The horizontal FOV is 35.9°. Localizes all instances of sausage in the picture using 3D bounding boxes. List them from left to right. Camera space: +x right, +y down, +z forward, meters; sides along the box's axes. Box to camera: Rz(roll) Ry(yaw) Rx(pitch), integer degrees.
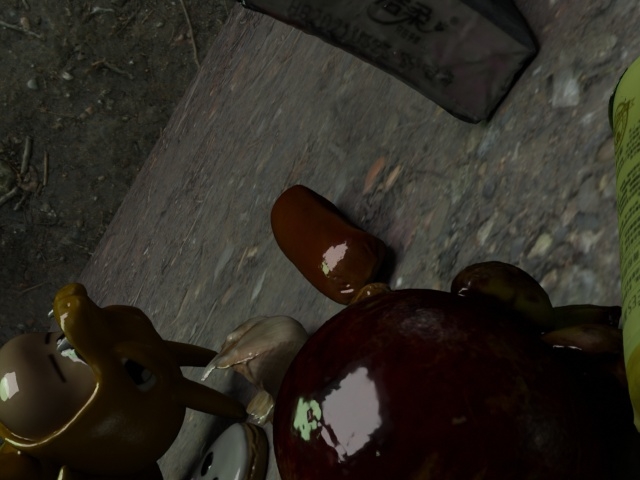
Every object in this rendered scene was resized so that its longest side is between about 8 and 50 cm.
[{"bbox_3d":[0.000,0.000,1.171,0.089,0.083,0.300,-52,20,2],"label":"sausage"}]

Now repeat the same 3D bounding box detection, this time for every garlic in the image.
[{"bbox_3d":[-0.075,0.140,1.188,0.124,0.099,0.174,-52,17,-7],"label":"garlic"}]

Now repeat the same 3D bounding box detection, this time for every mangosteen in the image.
[{"bbox_3d":[0.098,0.115,0.614,0.257,0.215,0.215,-32,13,-13],"label":"mangosteen"}]

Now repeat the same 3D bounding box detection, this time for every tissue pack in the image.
[{"bbox_3d":[0.056,-0.307,1.089,0.124,0.288,0.394,-59,19,26],"label":"tissue pack"}]

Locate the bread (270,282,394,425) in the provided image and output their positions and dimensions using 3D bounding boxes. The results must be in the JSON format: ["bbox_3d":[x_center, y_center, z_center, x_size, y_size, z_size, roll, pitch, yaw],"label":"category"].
[{"bbox_3d":[0.025,0.130,0.950,0.233,0.076,0.105,-59,6,40],"label":"bread"}]

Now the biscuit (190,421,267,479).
[{"bbox_3d":[-0.130,0.315,1.186,0.208,0.049,0.181,-67,19,-1],"label":"biscuit"}]

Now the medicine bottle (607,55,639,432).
[{"bbox_3d":[0.218,0.003,0.522,0.124,0.124,0.239,-45,28,46],"label":"medicine bottle"}]

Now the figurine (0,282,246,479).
[{"bbox_3d":[-0.316,0.276,1.304,0.268,0.401,0.387,41,95,27],"label":"figurine"}]
